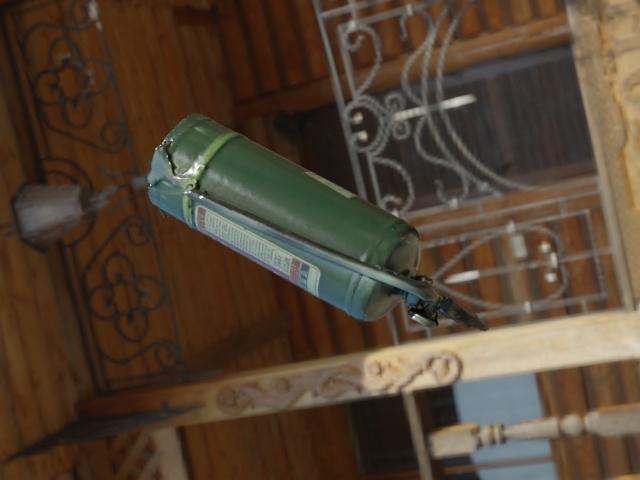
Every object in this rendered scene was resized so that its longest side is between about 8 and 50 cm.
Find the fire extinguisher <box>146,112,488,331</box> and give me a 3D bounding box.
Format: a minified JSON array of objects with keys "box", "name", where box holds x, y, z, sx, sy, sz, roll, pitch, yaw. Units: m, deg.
[{"box":[0.000,0.000,0.875,0.093,0.294,0.118,-61,-17,-2],"name":"fire extinguisher"}]
